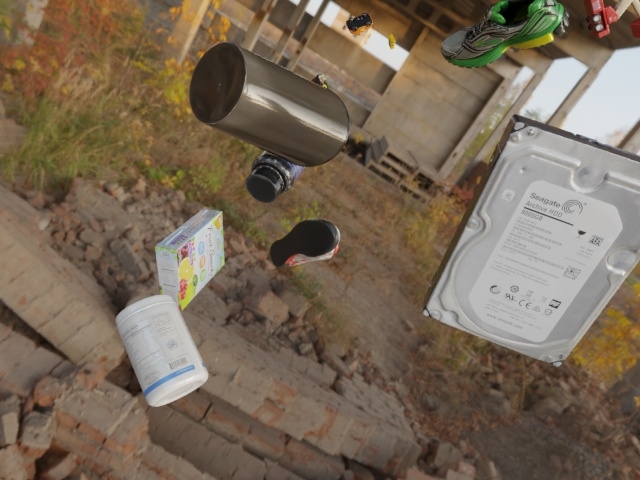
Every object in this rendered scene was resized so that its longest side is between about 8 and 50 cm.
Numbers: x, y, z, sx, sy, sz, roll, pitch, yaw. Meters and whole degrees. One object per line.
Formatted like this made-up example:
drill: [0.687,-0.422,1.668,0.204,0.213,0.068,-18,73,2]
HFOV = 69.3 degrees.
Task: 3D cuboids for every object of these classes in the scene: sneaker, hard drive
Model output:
sneaker: [0.472,-0.584,1.261,0.146,0.134,0.344,21,-15,-37]
hard drive: [0.323,0.014,0.688,0.237,0.338,0.064,21,29,6]
sneaker: [-0.001,-0.001,1.119,0.145,0.270,0.090,-12,82,-36]

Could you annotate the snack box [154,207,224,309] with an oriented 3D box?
snack box: [-0.192,0.024,0.702,0.037,0.100,0.141,11,28,11]

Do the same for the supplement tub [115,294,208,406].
supplement tub: [-0.179,0.123,0.523,0.071,0.071,0.107,2,53,-58]

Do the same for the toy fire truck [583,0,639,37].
toy fire truck: [0.768,-0.600,1.202,0.192,0.135,0.047,60,16,-23]

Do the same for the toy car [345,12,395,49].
toy car: [0.109,-0.451,1.027,0.122,0.060,0.040,53,-5,20]

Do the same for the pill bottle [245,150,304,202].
pill bottle: [-0.114,-0.204,1.271,0.123,0.123,0.219,32,48,-4]

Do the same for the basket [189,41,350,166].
basket: [-0.093,-0.228,0.787,0.204,0.154,0.227,31,13,34]

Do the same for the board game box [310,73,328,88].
board game box: [-0.041,-0.412,1.469,0.030,0.136,0.260,-21,6,-28]
